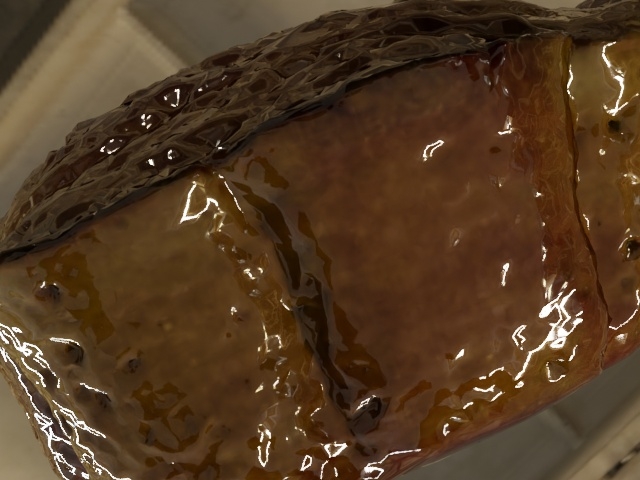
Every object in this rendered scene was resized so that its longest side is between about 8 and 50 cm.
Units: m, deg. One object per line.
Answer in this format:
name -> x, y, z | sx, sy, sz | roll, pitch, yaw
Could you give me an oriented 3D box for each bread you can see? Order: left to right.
bread -> 0.003, -0.003, 0.533 | 0.246, 0.232, 0.135 | -23, -82, -12
